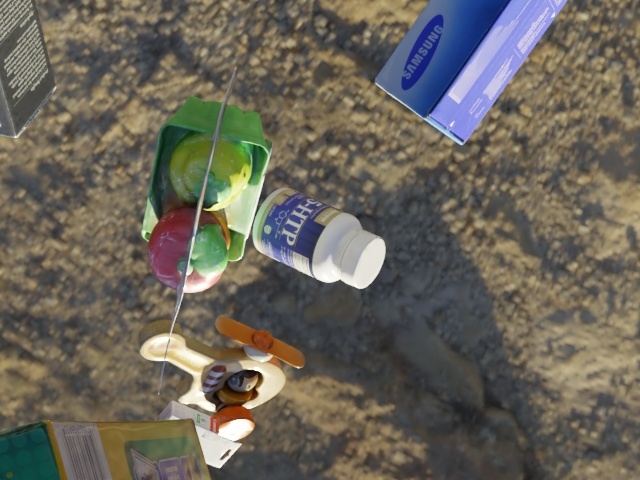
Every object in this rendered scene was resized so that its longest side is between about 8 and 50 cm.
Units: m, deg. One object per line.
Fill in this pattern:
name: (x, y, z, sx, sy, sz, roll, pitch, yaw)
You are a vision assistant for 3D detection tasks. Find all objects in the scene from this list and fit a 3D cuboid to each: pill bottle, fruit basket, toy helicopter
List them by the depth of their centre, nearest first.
fruit basket: (-0.161, -0.015, 1.639, 0.165, 0.353, 0.327, 9, 133, -10)
pill bottle: (0.000, 0.000, 1.805, 0.187, 0.112, 0.112, 24, 136, 28)
toy helicopter: (-0.190, 0.224, 2.186, 0.235, 0.140, 0.355, -34, 140, 19)

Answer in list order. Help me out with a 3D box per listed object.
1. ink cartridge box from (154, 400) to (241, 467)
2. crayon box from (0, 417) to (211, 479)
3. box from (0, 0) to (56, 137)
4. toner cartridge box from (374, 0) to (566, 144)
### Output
ink cartridge box: (-0.172, 0.269, 1.633, 0.115, 0.029, 0.063, 27, 122, -24)
crayon box: (-0.094, 0.166, 0.509, 0.081, 0.278, 0.165, -16, 80, 2)
box: (-0.411, -0.236, 1.351, 0.153, 0.108, 0.207, 11, 135, 14)
toner cartridge box: (0.205, -0.274, 1.242, 0.075, 0.165, 0.348, 38, 98, 20)
